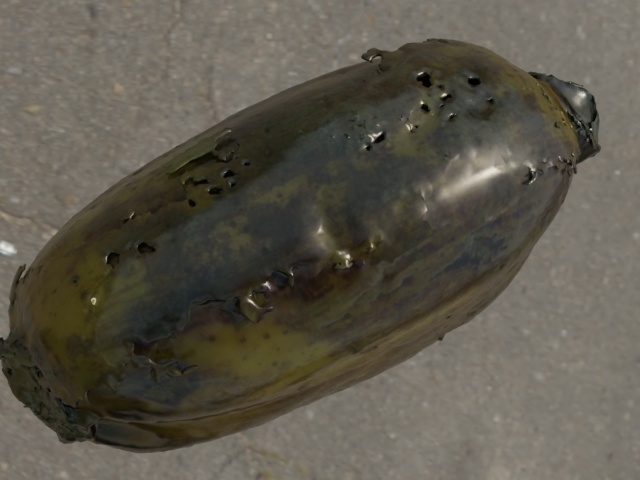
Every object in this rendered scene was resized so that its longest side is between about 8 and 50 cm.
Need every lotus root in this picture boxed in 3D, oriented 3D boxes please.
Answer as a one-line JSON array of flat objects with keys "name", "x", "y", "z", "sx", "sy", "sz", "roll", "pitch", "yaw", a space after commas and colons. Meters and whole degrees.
[{"name": "lotus root", "x": 0.000, "y": 0.000, "z": 0.770, "sx": 0.397, "sy": 0.196, "sz": 0.179, "roll": -27, "pitch": 88, "yaw": -19}]
